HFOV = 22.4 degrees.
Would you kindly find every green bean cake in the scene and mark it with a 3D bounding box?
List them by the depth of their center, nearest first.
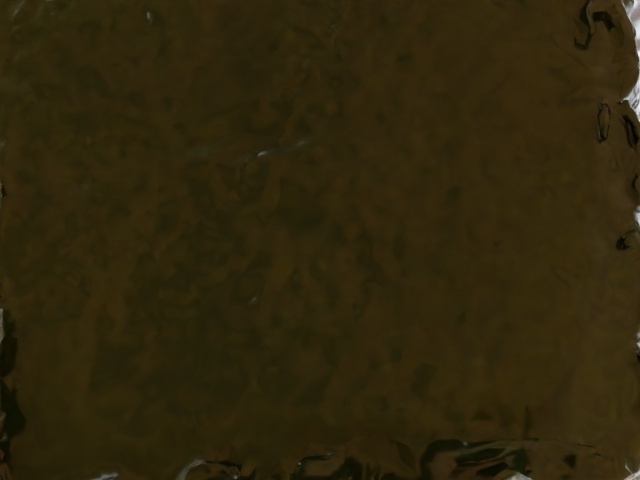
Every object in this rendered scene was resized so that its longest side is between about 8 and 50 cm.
[{"bbox_3d":[0.000,0.000,0.793,0.319,0.218,0.335,-3,-114,8],"label":"green bean cake"}]
